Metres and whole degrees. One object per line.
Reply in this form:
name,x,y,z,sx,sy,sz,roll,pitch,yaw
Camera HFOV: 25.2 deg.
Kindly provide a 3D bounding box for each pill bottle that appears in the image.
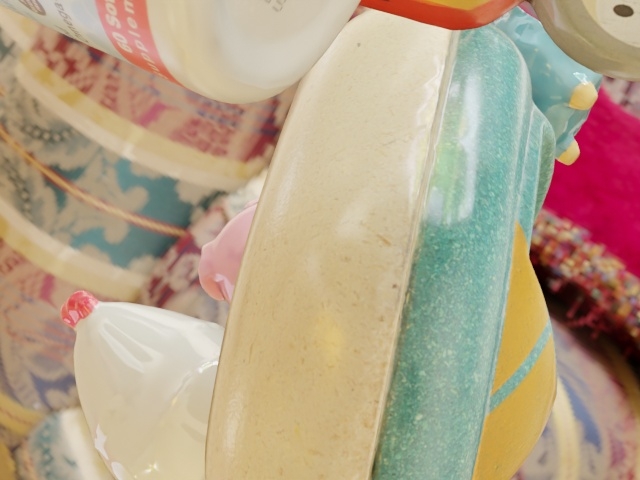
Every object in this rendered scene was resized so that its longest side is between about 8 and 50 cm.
pill bottle,-0.068,-0.101,0.367,0.087,0.160,0.087,-42,146,-38

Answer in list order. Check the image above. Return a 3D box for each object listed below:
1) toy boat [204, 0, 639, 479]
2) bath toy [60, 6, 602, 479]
toy boat,0.047,-0.010,0.516,0.318,0.148,0.267,95,8,-53
bath toy,0.000,0.000,0.780,0.348,0.129,0.151,-42,161,-26
